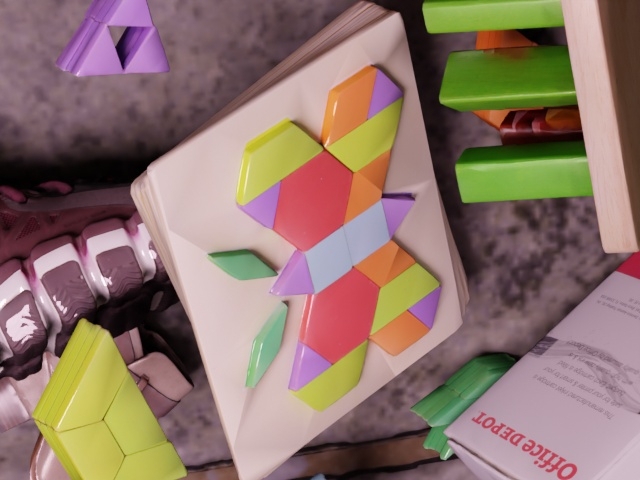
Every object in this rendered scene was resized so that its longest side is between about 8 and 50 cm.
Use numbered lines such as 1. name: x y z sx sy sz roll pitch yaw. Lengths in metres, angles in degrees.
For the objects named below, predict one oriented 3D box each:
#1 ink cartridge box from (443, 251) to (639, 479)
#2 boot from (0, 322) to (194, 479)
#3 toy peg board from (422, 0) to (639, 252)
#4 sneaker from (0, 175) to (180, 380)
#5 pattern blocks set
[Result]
1. ink cartridge box: 0.146 0.073 0.890 0.150 0.109 0.063 -42 117 -11
2. boot: -0.098 0.084 0.919 0.087 0.042 0.118 -28 115 2
3. toy peg board: 0.102 -0.100 0.826 0.079 0.160 0.161 -1 117 24
4. sneaker: -0.156 -0.020 0.837 0.281 0.106 0.162 -28 81 -20
5. pattern blocks set: 0.000 0.000 0.828 0.285 0.026 0.325 -47 135 -16
